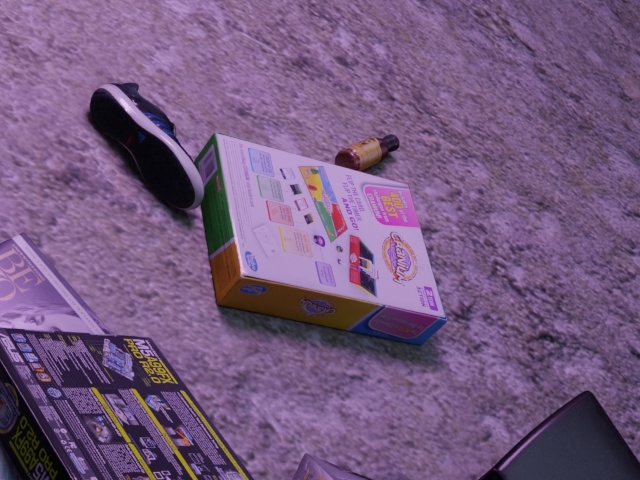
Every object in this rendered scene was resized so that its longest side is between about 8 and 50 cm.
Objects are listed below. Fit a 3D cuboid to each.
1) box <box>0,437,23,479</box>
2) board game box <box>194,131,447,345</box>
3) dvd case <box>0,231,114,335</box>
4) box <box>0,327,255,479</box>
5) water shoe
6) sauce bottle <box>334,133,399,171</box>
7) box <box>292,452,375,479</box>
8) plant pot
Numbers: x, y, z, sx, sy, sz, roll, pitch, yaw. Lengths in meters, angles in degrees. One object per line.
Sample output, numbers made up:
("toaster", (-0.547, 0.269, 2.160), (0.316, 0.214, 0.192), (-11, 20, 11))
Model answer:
("box", (-0.242, 0.269, 1.311), (0.244, 0.060, 0.100), (19, 42, -25))
("board game box", (0.000, 0.000, 1.765), (0.316, 0.064, 0.242), (14, 46, -30))
("dvd case", (-0.345, 0.090, 1.430), (0.164, 0.018, 0.221), (48, 39, 9))
("box", (-0.203, 0.194, 1.324), (0.216, 0.060, 0.270), (8, 30, -45))
("water shoe", (-0.205, -0.129, 1.712), (0.203, 0.073, 0.080), (49, 37, 9))
("sauce bottle", (0.071, -0.129, 1.966), (0.042, 0.042, 0.128), (49, 37, 10))
("box", (0.083, 0.313, 1.437), (0.183, 0.056, 0.231), (25, 0, -19))
("plant pot", (0.271, 0.322, 1.606), (0.167, 0.188, 0.187), (-18, 66, -33))
